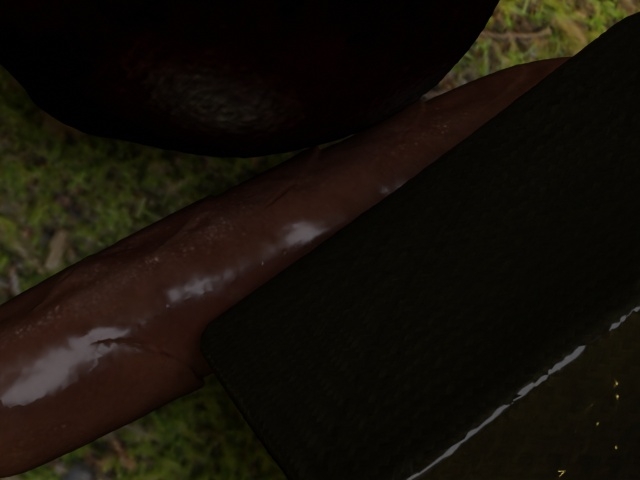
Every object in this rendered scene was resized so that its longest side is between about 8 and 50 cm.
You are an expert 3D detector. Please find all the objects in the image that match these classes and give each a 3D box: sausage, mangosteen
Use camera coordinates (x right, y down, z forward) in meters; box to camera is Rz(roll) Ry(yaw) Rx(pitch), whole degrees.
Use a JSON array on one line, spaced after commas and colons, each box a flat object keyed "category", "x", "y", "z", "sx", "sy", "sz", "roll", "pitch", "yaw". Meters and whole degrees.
[{"category": "sausage", "x": 0.000, "y": -0.002, "z": 0.724, "sx": 0.433, "sy": 0.088, "sz": 0.087, "roll": -25, "pitch": 87, "yaw": -24}, {"category": "mangosteen", "x": -0.041, "y": -0.178, "z": 0.640, "sx": 0.297, "sy": 0.293, "sz": 0.297, "roll": -4, "pitch": 103, "yaw": -21}]

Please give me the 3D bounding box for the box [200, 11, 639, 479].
[{"category": "box", "x": 0.113, "y": 0.044, "z": 0.625, "sx": 0.273, "sy": 0.184, "sz": 0.143, "roll": -36, "pitch": 120, "yaw": -8}]
